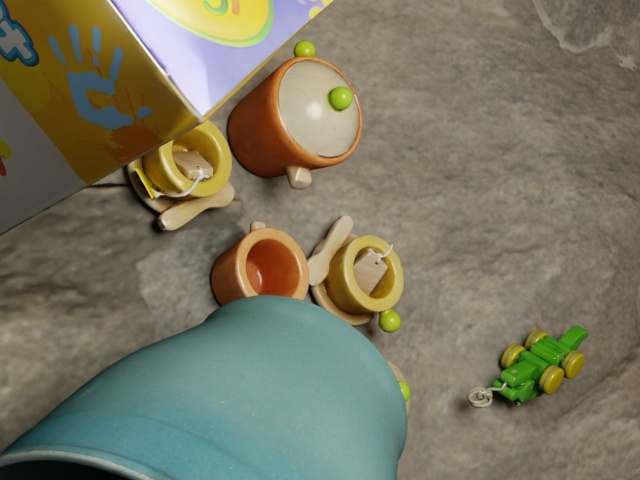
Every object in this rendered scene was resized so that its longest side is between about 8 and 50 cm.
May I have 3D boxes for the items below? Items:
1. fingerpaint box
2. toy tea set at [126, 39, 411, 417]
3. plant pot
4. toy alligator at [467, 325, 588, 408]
[{"bbox_3d":[-0.253,-0.230,0.699,0.445,0.371,0.163,52,52,-14],"label":"fingerpaint box"},{"bbox_3d":[0.000,0.000,0.993,0.200,0.124,0.336,-38,101,-39],"label":"toy tea set"},{"bbox_3d":[-0.064,0.177,0.816,0.271,0.272,0.255,56,37,-12],"label":"plant pot"},{"bbox_3d":[0.200,0.136,1.166,0.190,0.056,0.051,-25,134,-41],"label":"toy alligator"}]
